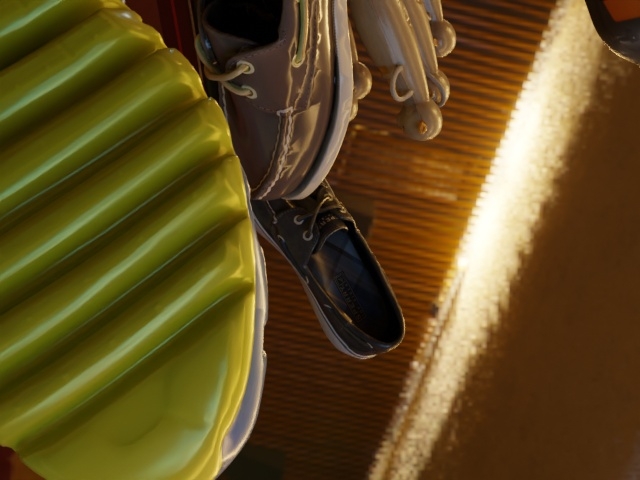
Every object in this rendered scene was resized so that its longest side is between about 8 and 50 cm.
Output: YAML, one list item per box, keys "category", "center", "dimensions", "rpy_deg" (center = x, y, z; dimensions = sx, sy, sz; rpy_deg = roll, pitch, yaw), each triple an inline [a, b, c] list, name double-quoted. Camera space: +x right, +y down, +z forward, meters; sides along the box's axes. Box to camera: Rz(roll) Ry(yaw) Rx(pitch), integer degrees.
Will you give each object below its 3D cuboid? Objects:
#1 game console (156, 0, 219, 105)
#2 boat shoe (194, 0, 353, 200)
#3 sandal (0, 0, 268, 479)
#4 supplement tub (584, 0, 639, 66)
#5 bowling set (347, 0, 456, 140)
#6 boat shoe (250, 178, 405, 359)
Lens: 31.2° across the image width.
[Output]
- category: "game console"
  center: [-0.126, -0.268, 1.134]
  dimensions: [0.342, 0.060, 0.386]
  rpy_deg: [-118, -163, -53]
- category: "boat shoe"
  center: [-0.037, -0.156, 0.770]
  dimensions: [0.116, 0.097, 0.324]
  rpy_deg: [41, -42, 32]
- category: "sandal"
  center: [-0.104, -0.042, 0.458]
  dimensions: [0.138, 0.126, 0.317]
  rpy_deg: [74, -6, -68]
- category: "supplement tub"
  center: [0.146, -0.150, 0.443]
  dimensions: [0.117, 0.117, 0.190]
  rpy_deg: [5, -59, 66]
- category: "bowling set"
  center: [0.029, -0.182, 1.145]
  dimensions: [0.154, 0.200, 0.287]
  rpy_deg: [67, 23, -16]
- category: "boat shoe"
  center: [0.000, 0.000, 0.957]
  dimensions: [0.228, 0.080, 0.076]
  rpy_deg: [63, -24, -7]
